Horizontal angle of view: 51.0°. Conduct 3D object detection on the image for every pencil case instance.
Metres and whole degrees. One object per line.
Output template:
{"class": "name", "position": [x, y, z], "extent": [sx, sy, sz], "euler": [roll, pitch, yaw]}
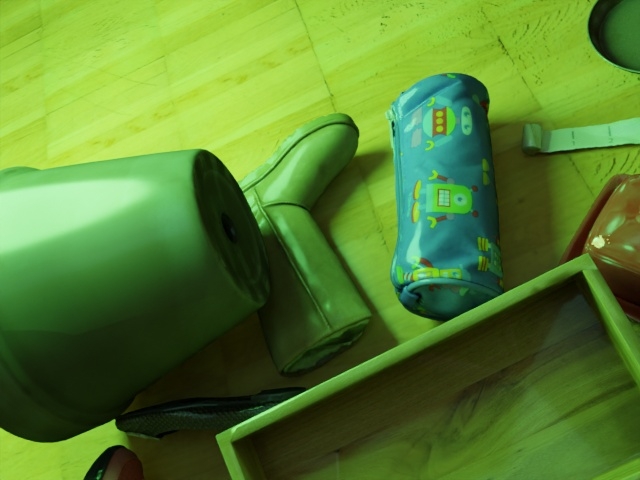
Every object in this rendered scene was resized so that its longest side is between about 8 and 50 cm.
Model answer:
{"class": "pencil case", "position": [0.143, -0.056, 0.793], "extent": [0.133, 0.119, 0.306], "euler": [3, 63, -1]}

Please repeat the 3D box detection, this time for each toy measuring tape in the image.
{"class": "toy measuring tape", "position": [0.392, -0.150, 0.747], "extent": [0.330, 0.121, 0.121], "euler": [-2, 63, 21]}

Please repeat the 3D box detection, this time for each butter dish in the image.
{"class": "butter dish", "position": [0.344, -0.006, 0.688], "extent": [0.159, 0.118, 0.160], "euler": [29, 77, 31]}

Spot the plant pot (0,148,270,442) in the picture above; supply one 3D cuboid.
{"class": "plant pot", "position": [-0.222, 0.031, 0.775], "extent": [0.280, 0.323, 0.323], "euler": [-22, 58, 11]}

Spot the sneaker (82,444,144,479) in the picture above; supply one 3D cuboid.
{"class": "sneaker", "position": [-0.180, 0.377, 0.722], "extent": [0.136, 0.116, 0.314], "euler": [-12, 66, 4]}

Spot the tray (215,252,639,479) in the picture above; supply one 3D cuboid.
{"class": "tray", "position": [0.121, 0.199, 0.663], "extent": [0.410, 0.076, 0.203], "euler": [-28, 74, 8]}

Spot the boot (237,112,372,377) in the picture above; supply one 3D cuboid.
{"class": "boot", "position": [0.000, 0.000, 0.848], "extent": [0.236, 0.089, 0.270], "euler": [-38, 54, 15]}

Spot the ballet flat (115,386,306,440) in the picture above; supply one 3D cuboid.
{"class": "ballet flat", "position": [-0.130, 0.215, 0.796], "extent": [0.249, 0.084, 0.058], "euler": [-10, 85, 13]}

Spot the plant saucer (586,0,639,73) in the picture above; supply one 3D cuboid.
{"class": "plant saucer", "position": [0.426, -0.270, 0.847], "extent": [0.168, 0.029, 0.169], "euler": [-10, 60, 18]}
